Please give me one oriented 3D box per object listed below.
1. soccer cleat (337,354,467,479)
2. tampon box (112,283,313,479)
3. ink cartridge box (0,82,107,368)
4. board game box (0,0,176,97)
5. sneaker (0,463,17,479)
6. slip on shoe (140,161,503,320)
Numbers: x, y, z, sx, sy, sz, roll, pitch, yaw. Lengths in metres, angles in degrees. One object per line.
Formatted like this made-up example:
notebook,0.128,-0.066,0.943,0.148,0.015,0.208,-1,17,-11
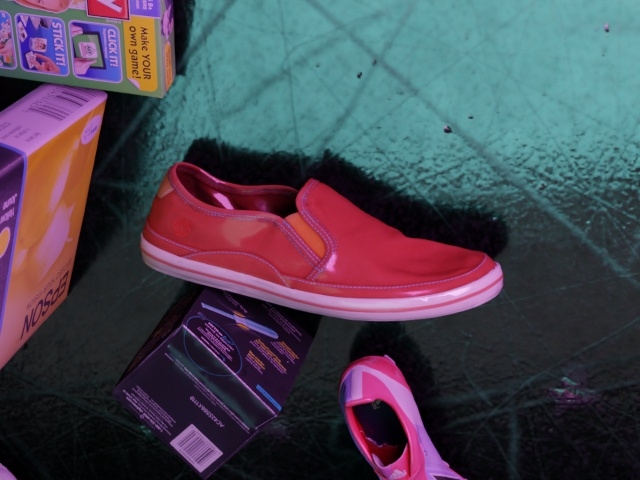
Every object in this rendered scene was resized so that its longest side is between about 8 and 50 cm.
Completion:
soccer cleat,0.086,0.223,1.302,0.083,0.095,0.248,-22,105,18
tampon box,-0.095,0.114,1.257,0.120,0.161,0.101,45,112,-7
ink cartridge box,-0.287,0.043,1.189,0.072,0.303,0.307,15,114,5
board game box,-0.233,-0.276,1.147,0.213,0.046,0.317,9,129,8
sneaker,-0.420,0.295,1.426,0.235,0.095,0.090,-17,105,15
slip on shoe,0.000,0.000,1.224,0.331,0.123,0.101,12,109,11
